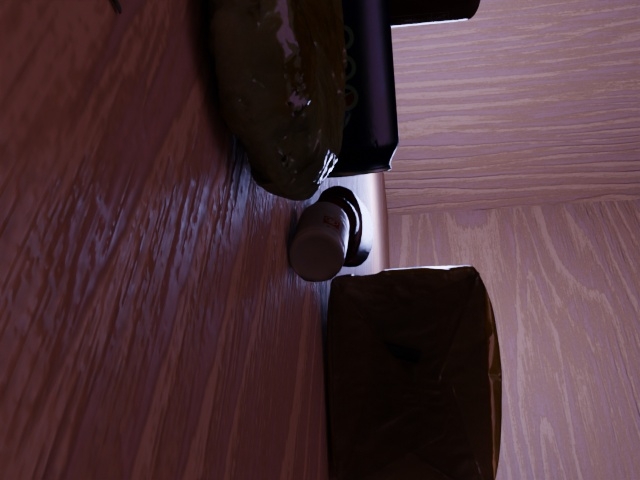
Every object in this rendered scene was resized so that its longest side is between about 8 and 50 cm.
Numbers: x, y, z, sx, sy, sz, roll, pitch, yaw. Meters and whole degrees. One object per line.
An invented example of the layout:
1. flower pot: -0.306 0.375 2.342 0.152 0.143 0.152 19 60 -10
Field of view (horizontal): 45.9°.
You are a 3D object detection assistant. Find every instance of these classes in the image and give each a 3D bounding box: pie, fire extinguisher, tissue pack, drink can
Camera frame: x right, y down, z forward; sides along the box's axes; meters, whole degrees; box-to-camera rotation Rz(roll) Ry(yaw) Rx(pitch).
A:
1. pie: -0.030 -0.176 0.582 0.306 0.071 0.306 -7 90 -81
2. fire extinguisher: 0.099 -0.298 0.874 0.105 0.269 0.104 -4 90 -83
3. tissue pack: 0.146 0.197 1.111 0.382 0.228 0.293 34 55 -76
4. drink can: 0.021 -0.169 0.794 0.118 0.118 0.204 -52 137 -79

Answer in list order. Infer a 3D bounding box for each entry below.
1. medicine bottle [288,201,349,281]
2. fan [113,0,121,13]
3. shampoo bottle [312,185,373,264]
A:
1. medicine bottle: 0.000 0.000 0.780 0.089 0.057 0.057 -78 163 -67
2. fan: -0.096 -0.121 0.294 0.060 0.003 0.080 -81 166 -58
3. shampoo bottle: 0.029 -0.016 0.995 0.260 0.064 0.102 21 69 -81
